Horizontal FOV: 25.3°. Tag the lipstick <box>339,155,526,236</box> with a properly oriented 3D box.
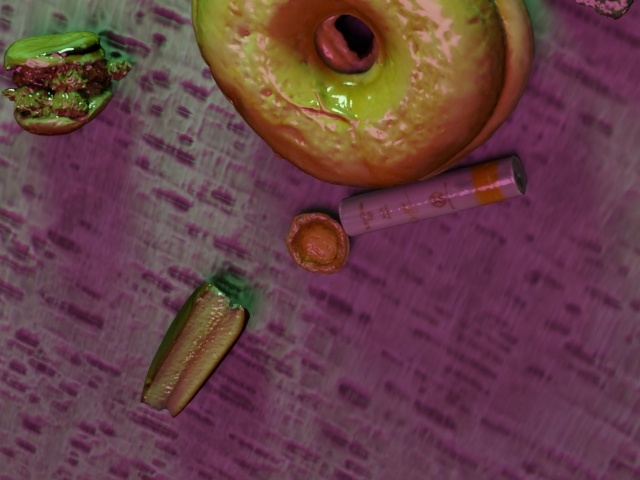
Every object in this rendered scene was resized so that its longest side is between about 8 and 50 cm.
[{"bbox_3d":[0.152,-0.060,1.974,0.264,0.059,0.059,-14,113,25],"label":"lipstick"}]

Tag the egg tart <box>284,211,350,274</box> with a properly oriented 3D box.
[{"bbox_3d":[0.000,0.000,2.070,0.105,0.039,0.105,8,120,15],"label":"egg tart"}]

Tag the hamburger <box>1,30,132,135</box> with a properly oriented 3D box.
[{"bbox_3d":[-0.355,-0.224,2.008,0.184,0.159,0.131,-13,111,-5],"label":"hamburger"}]

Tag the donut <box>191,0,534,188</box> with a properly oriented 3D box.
[{"bbox_3d":[0.049,-0.269,1.809,0.448,0.198,0.449,8,121,14],"label":"donut"}]

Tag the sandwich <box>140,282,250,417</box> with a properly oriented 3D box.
[{"bbox_3d":[-0.188,0.156,2.192,0.094,0.096,0.258,32,122,-8],"label":"sandwich"}]

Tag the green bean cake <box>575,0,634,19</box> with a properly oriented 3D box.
[{"bbox_3d":[0.330,-0.382,1.710,0.181,0.094,0.173,28,124,1],"label":"green bean cake"}]
